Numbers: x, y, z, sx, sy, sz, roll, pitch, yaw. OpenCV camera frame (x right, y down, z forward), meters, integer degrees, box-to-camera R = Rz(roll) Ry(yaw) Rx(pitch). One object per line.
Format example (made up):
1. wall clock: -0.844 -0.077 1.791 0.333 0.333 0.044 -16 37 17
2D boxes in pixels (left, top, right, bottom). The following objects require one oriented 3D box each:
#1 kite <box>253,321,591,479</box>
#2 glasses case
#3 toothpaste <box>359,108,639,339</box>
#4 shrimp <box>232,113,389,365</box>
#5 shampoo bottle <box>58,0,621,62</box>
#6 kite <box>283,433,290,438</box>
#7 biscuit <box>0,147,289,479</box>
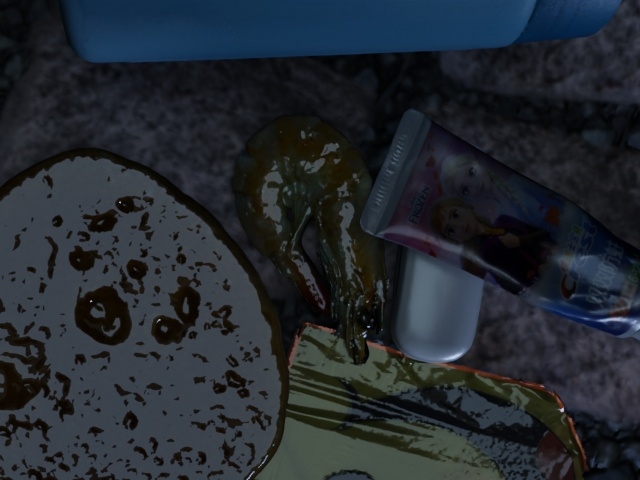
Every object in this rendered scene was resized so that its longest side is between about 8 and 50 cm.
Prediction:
1. kite: 0.058 0.235 1.082 0.327 0.013 0.378 -27 92 -7
2. glasses case: 0.089 0.007 1.077 0.063 0.041 0.164 9 84 -11
3. toothpaste: 0.158 0.006 1.059 0.266 0.061 0.096 27 74 -14
4. shrimp: 0.000 0.000 1.069 0.101 0.042 0.190 -20 85 4
5. shampoo bottle: -0.002 -0.282 0.934 0.342 0.331 0.331 -4 89 -5
6. kite: -0.065 0.141 1.075 0.078 0.002 0.044 -25 90 -8
7. biscuit: -0.159 0.080 1.042 0.257 0.049 0.273 -30 91 -4
